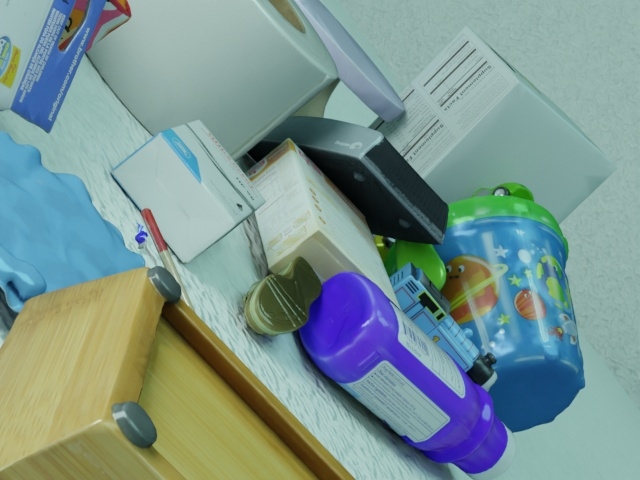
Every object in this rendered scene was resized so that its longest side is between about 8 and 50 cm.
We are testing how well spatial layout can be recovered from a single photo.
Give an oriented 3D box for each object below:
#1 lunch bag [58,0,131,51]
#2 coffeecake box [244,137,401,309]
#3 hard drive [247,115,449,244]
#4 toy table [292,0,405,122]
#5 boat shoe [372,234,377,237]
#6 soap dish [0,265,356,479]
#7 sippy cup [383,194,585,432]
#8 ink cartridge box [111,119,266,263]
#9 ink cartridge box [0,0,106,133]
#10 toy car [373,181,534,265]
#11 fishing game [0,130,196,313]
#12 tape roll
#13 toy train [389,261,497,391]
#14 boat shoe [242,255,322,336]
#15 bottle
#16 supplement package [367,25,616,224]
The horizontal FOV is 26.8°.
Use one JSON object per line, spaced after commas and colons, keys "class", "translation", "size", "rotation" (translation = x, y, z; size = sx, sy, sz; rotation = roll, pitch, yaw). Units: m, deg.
{"class": "lunch bag", "translation": [-0.281, -0.284, 1.137], "size": [0.293, 0.120, 0.258], "rotation": [58, 13, 28]}
{"class": "coffeecake box", "translation": [0.000, 0.000, 1.399], "size": [0.142, 0.068, 0.185], "rotation": [44, 15, -31]}
{"class": "hard drive", "translation": [0.026, -0.073, 1.526], "size": [0.172, 0.054, 0.254], "rotation": [44, -17, -31]}
{"class": "toy table", "translation": [-0.040, -0.219, 1.722], "size": [0.274, 0.161, 0.252], "rotation": [49, 13, -8]}
{"class": "boat shoe", "translation": [0.173, 0.034, 1.897], "size": [0.306, 0.105, 0.113], "rotation": [39, 18, -45]}
{"class": "soap dish", "translation": [-0.056, 0.160, 0.700], "size": [0.291, 0.118, 0.229], "rotation": [47, 13, -15]}
{"class": "sippy cup", "translation": [0.210, 0.103, 1.621], "size": [0.305, 0.240, 0.224], "rotation": [4, 48, -19]}
{"class": "ink cartridge box", "translation": [-0.112, -0.050, 1.220], "size": [0.104, 0.060, 0.180], "rotation": [51, 12, -3]}
{"class": "ink cartridge box", "translation": [-0.259, -0.210, 0.885], "size": [0.065, 0.186, 0.311], "rotation": [14, -10, 34]}
{"class": "toy car", "translation": [0.179, 0.000, 1.748], "size": [0.239, 0.225, 0.053], "rotation": [38, 13, -45]}
{"class": "fishing game", "translation": [-0.184, 0.002, 0.873], "size": [0.264, 0.041, 0.189], "rotation": [23, 30, -49]}
{"class": "tape roll", "translation": [-0.120, -0.213, 1.403], "size": [0.246, 0.169, 0.246], "rotation": [48, 13, -14]}
{"class": "toy train", "translation": [0.113, 0.117, 1.452], "size": [0.184, 0.105, 0.080], "rotation": [50, 13, -7]}
{"class": "boat shoe", "translation": [-0.042, 0.057, 1.229], "size": [0.056, 0.048, 0.153], "rotation": [54, 20, -7]}
{"class": "bottle", "translation": [0.095, 0.146, 1.334], "size": [0.283, 0.092, 0.118], "rotation": [43, 9, -36]}
{"class": "supplement package", "translation": [0.231, -0.121, 1.813], "size": [0.262, 0.204, 0.145], "rotation": [31, 19, -43]}
